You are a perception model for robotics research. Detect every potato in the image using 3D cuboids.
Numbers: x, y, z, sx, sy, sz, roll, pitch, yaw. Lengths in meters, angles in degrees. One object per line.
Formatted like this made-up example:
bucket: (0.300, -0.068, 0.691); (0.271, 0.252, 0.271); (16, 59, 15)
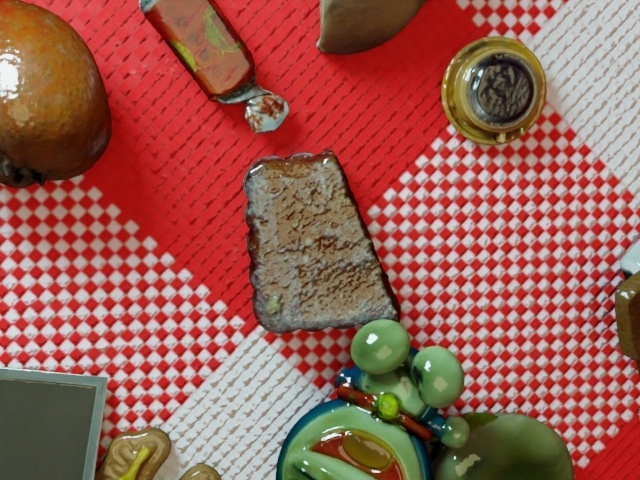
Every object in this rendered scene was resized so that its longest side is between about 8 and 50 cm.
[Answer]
potato: (0.095, -0.361, 0.954); (0.211, 0.189, 0.264); (0, 97, -9)

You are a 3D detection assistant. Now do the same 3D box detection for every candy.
candy: (-0.147, -0.253, 0.998); (0.086, 0.059, 0.292); (-36, 100, 1)

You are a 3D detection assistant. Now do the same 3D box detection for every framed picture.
framed picture: (-0.382, 0.288, 1.012); (0.197, 0.014, 0.252); (7, 77, -6)

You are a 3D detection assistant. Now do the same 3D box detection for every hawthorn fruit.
hawthorn fruit: (-0.345, -0.187, 0.923); (0.200, 0.199, 0.251); (-6, 84, -8)

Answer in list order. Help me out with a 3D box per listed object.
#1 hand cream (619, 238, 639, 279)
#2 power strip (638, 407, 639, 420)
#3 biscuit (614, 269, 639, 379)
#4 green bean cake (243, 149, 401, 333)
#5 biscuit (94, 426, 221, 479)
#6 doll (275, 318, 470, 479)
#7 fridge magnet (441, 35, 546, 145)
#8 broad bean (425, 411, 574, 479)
hand cream: (0.551, -0.043, 1.139); (0.321, 0.067, 0.109); (-40, 100, -9)
power strip: (0.506, 0.261, 1.178); (0.083, 0.017, 0.027); (14, 96, -8)
biscuit: (0.503, 0.093, 1.099); (0.302, 0.043, 0.278); (20, 103, -32)
green bean cake: (0.000, 0.000, 1.031); (0.199, 0.097, 0.232); (-9, 98, -6)
biscuit: (-0.271, 0.392, 1.068); (0.186, 0.044, 0.295); (38, 90, -8)
doll: (0.063, 0.267, 1.027); (0.199, 0.186, 0.321); (32, 88, 9)
fridge magnet: (0.230, -0.196, 1.058); (0.143, 0.063, 0.143); (-1, 100, -7)
broad bean: (0.245, 0.310, 1.111); (0.228, 0.100, 0.169); (35, 97, -22)
